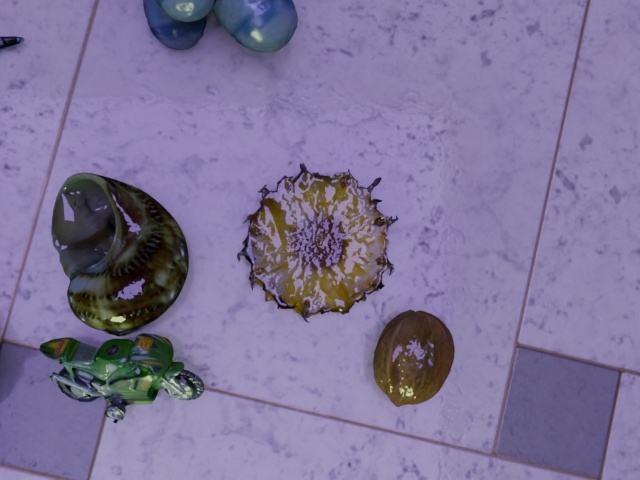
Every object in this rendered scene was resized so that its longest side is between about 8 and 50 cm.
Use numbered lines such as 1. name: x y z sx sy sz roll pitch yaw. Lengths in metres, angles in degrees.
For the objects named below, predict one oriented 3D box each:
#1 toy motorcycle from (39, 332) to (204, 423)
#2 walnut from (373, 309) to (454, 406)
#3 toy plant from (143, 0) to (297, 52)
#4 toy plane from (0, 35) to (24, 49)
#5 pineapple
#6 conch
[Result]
1. toy motorcycle: -0.236 0.157 1.015 0.190 0.074 0.106 -2 129 14
2. walnut: 0.115 0.149 1.066 0.105 0.105 0.124 15 84 -4
3. toy plant: -0.151 -0.370 1.042 0.247 0.247 0.332 -37 96 -8
4. toy plane: -0.498 -0.235 1.052 0.246 0.078 0.169 -10 85 -6
5. pineapple: 0.000 0.000 1.099 0.221 0.047 0.221 0 88 -8
6. conch: -0.247 0.025 1.036 0.187 0.124 0.181 28 94 25
